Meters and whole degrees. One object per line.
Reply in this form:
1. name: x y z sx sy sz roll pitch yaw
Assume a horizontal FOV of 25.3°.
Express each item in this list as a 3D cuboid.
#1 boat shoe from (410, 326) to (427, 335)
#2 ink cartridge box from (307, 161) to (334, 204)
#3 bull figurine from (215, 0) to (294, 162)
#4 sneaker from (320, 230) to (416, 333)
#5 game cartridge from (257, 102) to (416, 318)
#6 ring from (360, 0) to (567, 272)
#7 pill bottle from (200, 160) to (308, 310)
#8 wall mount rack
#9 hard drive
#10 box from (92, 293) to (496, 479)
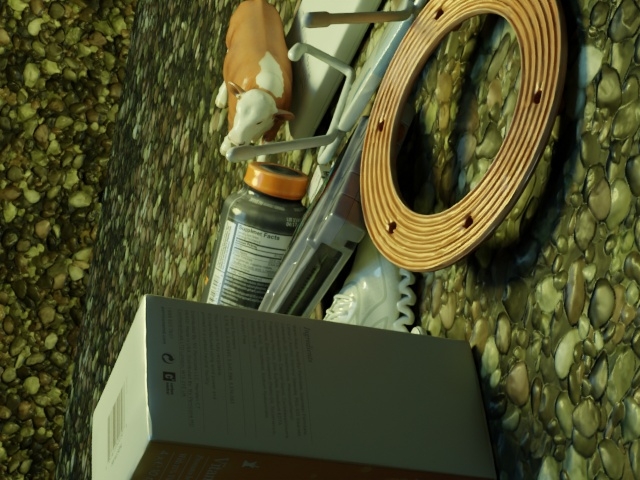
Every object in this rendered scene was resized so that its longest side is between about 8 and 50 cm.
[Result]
1. boat shoe: 0.093 0.142 1.560 0.035 0.035 0.100 -167 86 -72
2. ink cartridge box: 0.005 -0.068 1.937 0.083 0.028 0.048 -103 29 -50
3. bull figurine: -0.095 -0.216 2.063 0.188 0.101 0.310 111 166 -46
4. sneaker: 0.033 0.121 1.626 0.110 0.118 0.292 178 102 -73
5. game cartridge: 0.000 0.000 1.756 0.355 0.068 0.230 122 170 -48
6. ring: 0.146 -0.127 1.466 0.336 0.032 0.337 -39 41 46
7. pill bottle: -0.086 0.015 2.008 0.130 0.130 0.246 -133 55 -67
8. wall mount rack: 0.020 -0.222 1.698 0.350 0.130 0.304 -59 7 36
9. hard drive: 0.016 -0.316 2.011 0.307 0.040 0.203 119 153 -45
10. box: -0.034 0.203 1.417 0.215 0.345 0.168 118 153 -44
